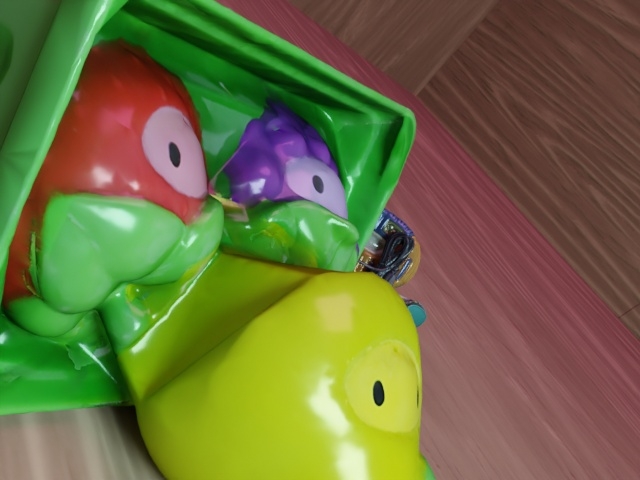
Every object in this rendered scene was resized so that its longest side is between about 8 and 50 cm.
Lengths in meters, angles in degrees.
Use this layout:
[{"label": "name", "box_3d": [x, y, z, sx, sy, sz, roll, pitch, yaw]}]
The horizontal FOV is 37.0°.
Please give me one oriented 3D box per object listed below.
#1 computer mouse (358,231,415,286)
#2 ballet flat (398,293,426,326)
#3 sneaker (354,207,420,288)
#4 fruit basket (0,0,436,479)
[{"label": "computer mouse", "box_3d": [0.000, 0.000, 1.046, 0.193, 0.106, 0.042, 29, -1, -14]}, {"label": "ballet flat", "box_3d": [0.087, 0.077, 1.119, 0.041, 0.041, 0.114, 51, 18, 29]}, {"label": "sneaker", "box_3d": [-0.012, -0.046, 1.149, 0.296, 0.112, 0.131, 44, -1, 2]}, {"label": "fruit basket", "box_3d": [-0.047, 0.021, 0.596, 0.392, 0.282, 0.392, 25, 8, -4]}]
